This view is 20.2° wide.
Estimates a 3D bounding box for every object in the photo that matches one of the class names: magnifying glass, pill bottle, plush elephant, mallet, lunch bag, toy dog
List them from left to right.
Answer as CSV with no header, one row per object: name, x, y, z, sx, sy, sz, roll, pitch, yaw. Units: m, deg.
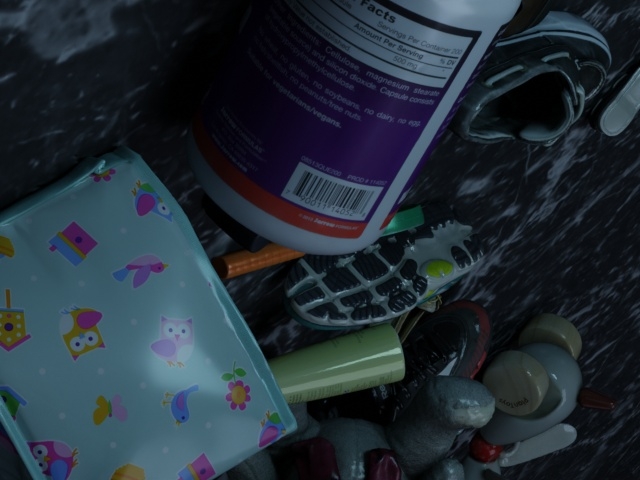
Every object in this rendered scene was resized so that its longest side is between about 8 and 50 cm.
lunch bag,-0.181,0.084,1.398,0.223,0.262,0.160,-31,-168,-23
mallet,-0.033,-0.016,1.633,0.039,0.062,0.189,-54,154,16
magnifying glass,0.000,0.000,1.712,0.231,0.026,0.092,-14,-175,-34
plush elephant,0.016,0.314,1.884,0.272,0.255,0.330,10,135,-12
pill bottle,0.035,-0.157,1.377,0.181,0.181,0.323,-12,139,-50
toy dog,0.286,0.253,2.365,0.220,0.161,0.334,-51,161,-29

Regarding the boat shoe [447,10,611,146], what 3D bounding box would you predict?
boat shoe,0.193,-0.138,1.724,0.335,0.119,0.121,-14,141,-48

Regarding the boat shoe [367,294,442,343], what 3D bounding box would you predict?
boat shoe,0.111,0.064,1.999,0.135,0.045,0.050,-51,155,12

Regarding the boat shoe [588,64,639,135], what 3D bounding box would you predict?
boat shoe,0.352,-0.168,2.022,0.125,0.038,0.046,-48,114,-5

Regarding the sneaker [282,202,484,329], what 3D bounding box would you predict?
sneaker,0.063,0.048,1.842,0.275,0.107,0.110,-16,152,-47

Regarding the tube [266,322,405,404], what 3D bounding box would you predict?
tube,-0.036,0.138,1.783,0.240,0.062,0.070,-14,136,-13

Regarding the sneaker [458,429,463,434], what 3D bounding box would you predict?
sneaker,0.157,0.242,2.354,0.098,0.038,0.069,-46,156,1

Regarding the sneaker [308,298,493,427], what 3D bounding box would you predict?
sneaker,0.089,0.160,2.043,0.276,0.097,0.135,-39,161,-10

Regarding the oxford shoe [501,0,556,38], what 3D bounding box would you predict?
oxford shoe,0.186,-0.259,1.558,0.096,0.083,0.227,-32,152,-44
